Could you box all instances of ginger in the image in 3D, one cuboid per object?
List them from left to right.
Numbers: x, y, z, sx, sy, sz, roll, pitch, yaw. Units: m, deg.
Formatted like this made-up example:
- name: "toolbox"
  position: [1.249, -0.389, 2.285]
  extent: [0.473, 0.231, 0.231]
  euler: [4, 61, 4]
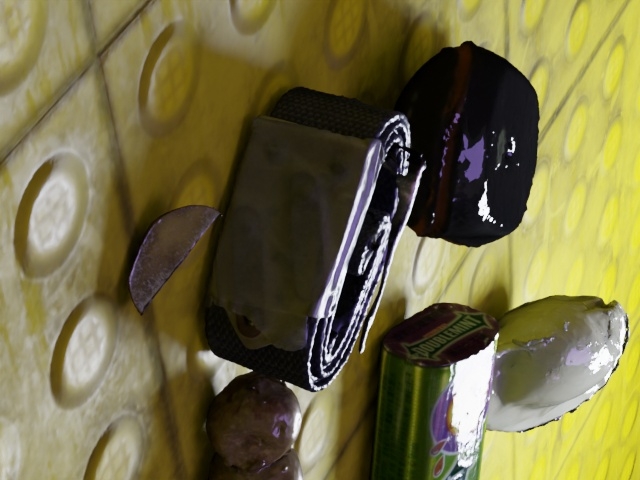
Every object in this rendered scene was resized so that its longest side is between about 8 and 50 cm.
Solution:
- name: "ginger"
  position: [-0.054, 0.200, 1.555]
  extent: [0.104, 0.080, 0.204]
  euler: [-98, -173, -54]

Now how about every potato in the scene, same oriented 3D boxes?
- name: "potato"
  position: [-0.115, 0.006, 1.348]
  extent: [0.093, 0.036, 0.037]
  euler: [-53, -168, -5]

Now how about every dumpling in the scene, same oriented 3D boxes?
- name: "dumpling"
  position: [0.255, 0.149, 2.173]
  extent: [0.247, 0.142, 0.172]
  euler: [-14, 122, -31]

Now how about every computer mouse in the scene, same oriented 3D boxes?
- name: "computer mouse"
  position: [0.129, -0.087, 1.736]
  extent: [0.323, 0.116, 0.183]
  euler: [13, 90, -75]

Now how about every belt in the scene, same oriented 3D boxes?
- name: "belt"
  position: [0.000, 0.000, 1.483]
  extent: [0.139, 0.126, 0.230]
  euler: [23, 85, -69]

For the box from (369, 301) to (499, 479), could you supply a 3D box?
- name: "box"
  position: [0.110, 0.243, 1.931]
  extent: [0.134, 0.097, 0.345]
  euler: [-29, 133, -48]
